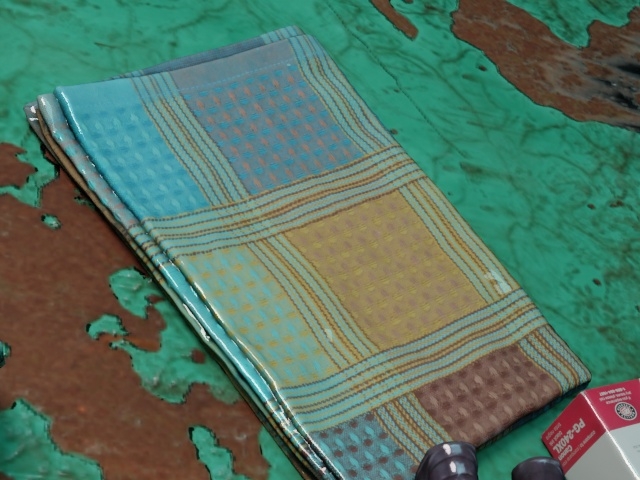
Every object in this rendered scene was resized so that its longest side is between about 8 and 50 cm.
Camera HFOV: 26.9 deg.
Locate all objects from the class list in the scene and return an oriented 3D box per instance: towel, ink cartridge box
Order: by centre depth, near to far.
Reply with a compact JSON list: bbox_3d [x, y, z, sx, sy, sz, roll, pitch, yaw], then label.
[{"bbox_3d":[0.238,0.170,0.908,0.109,0.063,0.150,-5,53,-35],"label":"ink cartridge box"},{"bbox_3d":[0.000,0.000,0.948,0.271,0.040,0.370,-22,64,-41],"label":"towel"}]

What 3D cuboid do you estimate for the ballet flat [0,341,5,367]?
[{"bbox_3d":[-0.334,-0.037,0.742,0.147,0.147,0.409,-24,62,-43],"label":"ballet flat"}]

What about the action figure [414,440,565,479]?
[{"bbox_3d":[0.126,0.242,0.731,0.185,0.099,0.285,2,39,-9],"label":"action figure"}]
